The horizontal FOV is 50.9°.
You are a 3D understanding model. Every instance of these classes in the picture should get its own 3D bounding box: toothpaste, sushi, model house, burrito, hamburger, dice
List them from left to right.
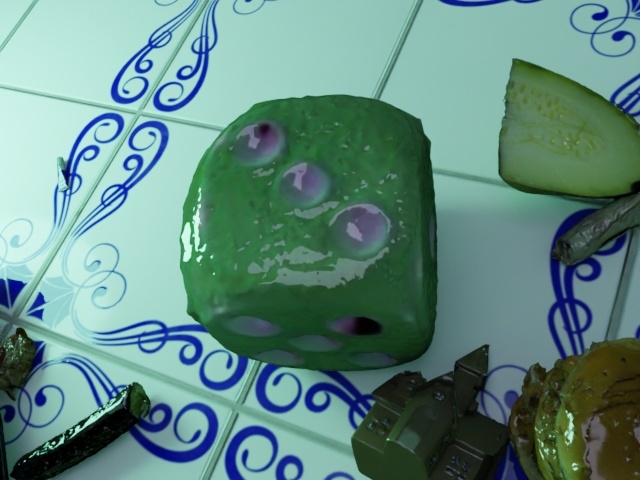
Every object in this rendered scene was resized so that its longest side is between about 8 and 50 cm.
[{"bbox_3d":[-0.538,0.218,1.186,0.055,0.052,0.120,-3,58,32],"label":"sushi"},{"bbox_3d":[-0.539,-0.138,1.404,0.024,0.015,0.083,-23,63,13],"label":"toothpaste"},{"bbox_3d":[0.000,0.000,0.980,0.331,0.318,0.322,0,63,14],"label":"dice"},{"bbox_3d":[0.176,0.222,0.922,0.181,0.176,0.248,22,54,25],"label":"model house"},{"bbox_3d":[0.437,-0.021,1.030,0.188,0.045,0.058,-31,33,1],"label":"burrito"},{"bbox_3d":[0.362,0.253,0.797,0.245,0.211,0.260,14,65,1],"label":"hamburger"}]

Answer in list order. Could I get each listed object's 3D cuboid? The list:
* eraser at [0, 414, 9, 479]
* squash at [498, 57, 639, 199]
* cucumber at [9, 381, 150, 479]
[{"bbox_3d":[-0.563,0.402,1.034,0.155,0.101,0.332,-9,53,-23],"label":"eraser"},{"bbox_3d":[0.403,-0.170,1.052,0.155,0.204,0.236,-14,54,50],"label":"squash"},{"bbox_3d":[-0.385,0.321,1.077,0.245,0.067,0.067,-36,58,-2],"label":"cucumber"}]
